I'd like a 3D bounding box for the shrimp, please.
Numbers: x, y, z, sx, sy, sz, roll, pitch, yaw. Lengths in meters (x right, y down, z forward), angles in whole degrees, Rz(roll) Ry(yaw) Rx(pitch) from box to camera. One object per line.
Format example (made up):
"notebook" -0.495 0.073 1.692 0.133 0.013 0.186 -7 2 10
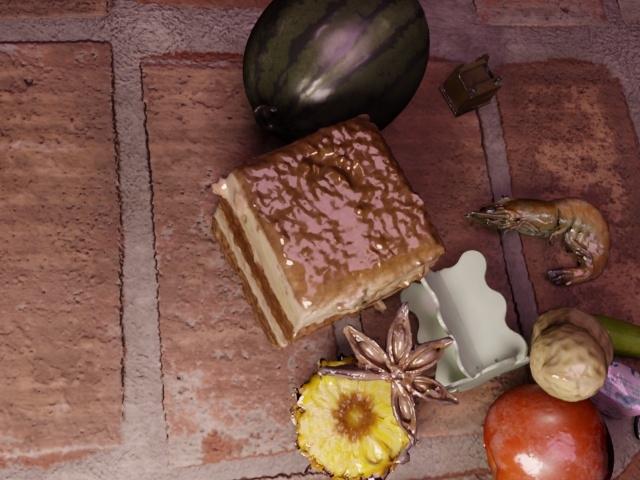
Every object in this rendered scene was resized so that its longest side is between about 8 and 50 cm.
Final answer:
"shrimp" 0.401 0.000 1.317 0.296 0.058 0.169 0 75 -16

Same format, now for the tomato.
"tomato" 0.352 0.320 1.119 0.185 0.208 0.208 -13 75 2

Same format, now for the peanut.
"peanut" 0.374 0.168 1.080 0.124 0.257 0.123 2 97 14

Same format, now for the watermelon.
"watermelon" 0.021 -0.294 1.205 0.279 0.279 0.359 41 72 2

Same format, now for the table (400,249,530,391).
"table" 0.229 0.132 1.188 0.167 0.166 0.198 -15 68 -17

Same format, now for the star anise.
"star anise" 0.120 0.190 1.099 0.208 0.063 0.171 36 84 1

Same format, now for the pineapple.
"pineapple" 0.047 0.282 1.133 0.225 0.076 0.224 5 68 -12

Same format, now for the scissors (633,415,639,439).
"scissors" 0.667 0.265 1.308 0.109 0.022 0.300 46 68 0

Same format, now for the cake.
"cake" 0.000 0.000 1.101 0.256 0.290 0.282 -26 83 -15

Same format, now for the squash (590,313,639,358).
"squash" 0.542 0.178 1.286 0.201 0.066 0.066 17 70 -10

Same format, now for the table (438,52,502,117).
"table" 0.286 -0.293 1.366 0.083 0.082 0.070 -24 79 -18

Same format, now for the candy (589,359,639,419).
"candy" 0.468 0.237 1.234 0.160 0.092 0.073 28 64 -1
